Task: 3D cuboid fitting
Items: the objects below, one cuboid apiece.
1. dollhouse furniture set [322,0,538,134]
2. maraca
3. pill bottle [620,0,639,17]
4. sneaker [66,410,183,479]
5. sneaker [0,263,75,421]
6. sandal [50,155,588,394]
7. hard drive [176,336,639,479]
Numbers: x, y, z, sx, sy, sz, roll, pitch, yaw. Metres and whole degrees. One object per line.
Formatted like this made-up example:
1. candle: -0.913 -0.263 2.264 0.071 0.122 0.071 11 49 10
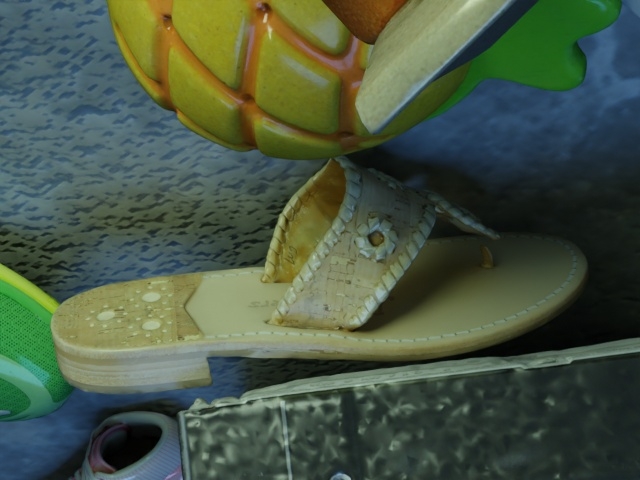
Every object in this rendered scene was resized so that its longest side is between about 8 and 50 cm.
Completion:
1. dollhouse furniture set: 0.014 -0.198 0.344 0.262 0.135 0.259 47 115 3
2. maraca: 0.008 -0.082 0.588 0.186 0.099 0.127 -5 141 32
3. pill bottle: 0.128 -0.157 0.488 0.121 0.121 0.216 -6 145 2
4. sneaker: -0.120 0.130 0.942 0.134 0.051 0.070 -24 139 20
5. sneaker: -0.251 0.064 0.766 0.295 0.123 0.109 3 144 -11
6. sandal: 0.001 0.003 0.744 0.240 0.088 0.079 -10 120 -8
7. hard drive: 0.118 0.086 0.814 0.339 0.064 0.237 -8 172 5
